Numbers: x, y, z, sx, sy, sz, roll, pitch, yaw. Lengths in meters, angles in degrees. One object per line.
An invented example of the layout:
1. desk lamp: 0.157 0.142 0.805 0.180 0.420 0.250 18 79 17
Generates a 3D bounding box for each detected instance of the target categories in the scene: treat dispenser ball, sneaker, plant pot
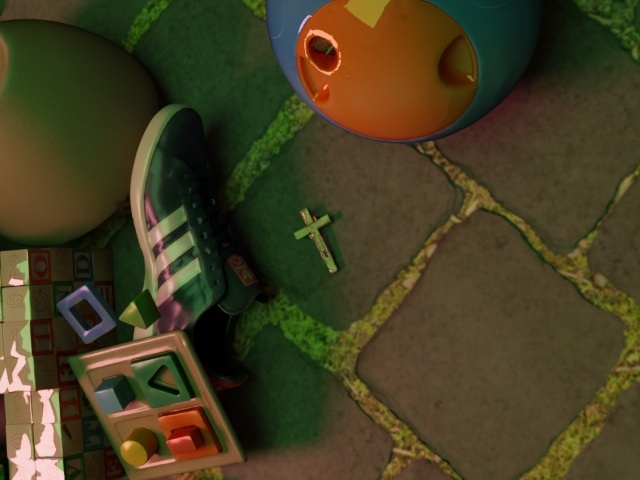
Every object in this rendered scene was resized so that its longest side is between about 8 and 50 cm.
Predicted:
1. treat dispenser ball: 0.086 -0.244 1.430 0.288 0.288 0.288 0 90 27
2. sneaker: -0.134 0.014 1.635 0.148 0.131 0.350 6 102 28
3. plant pot: -0.367 -0.158 1.666 0.284 0.191 0.284 -12 62 24

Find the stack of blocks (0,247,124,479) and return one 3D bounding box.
1. stack of blocks: -0.335 0.160 1.708 0.087 0.171 0.297 -5 88 27

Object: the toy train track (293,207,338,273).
1. toy train track: 0.000 0.000 1.627 0.048 0.014 0.083 -28 83 17

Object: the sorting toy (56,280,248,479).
1. sorting toy: -0.200 0.207 1.627 0.196 0.047 0.347 -14 109 33

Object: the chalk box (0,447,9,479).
1. chalk box: -0.459 0.342 1.773 0.132 0.213 0.132 -4 90 -6
